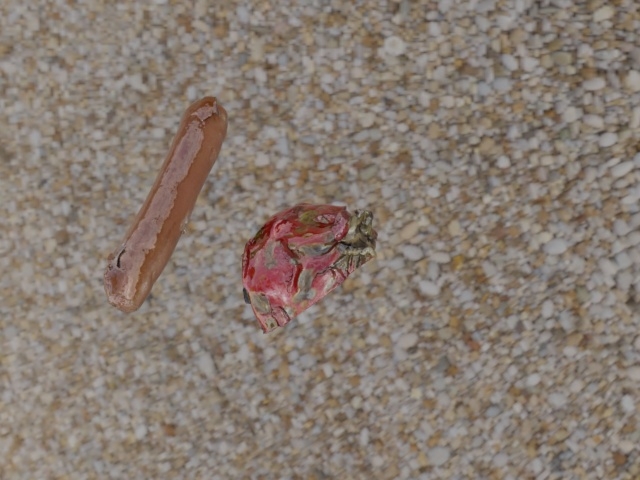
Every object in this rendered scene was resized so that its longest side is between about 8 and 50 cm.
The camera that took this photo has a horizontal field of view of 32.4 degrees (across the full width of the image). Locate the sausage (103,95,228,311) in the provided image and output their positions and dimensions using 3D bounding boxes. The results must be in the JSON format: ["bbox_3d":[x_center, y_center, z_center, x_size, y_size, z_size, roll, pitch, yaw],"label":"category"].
[{"bbox_3d":[-0.263,-0.067,1.904,0.094,0.094,0.419,-1,56,41],"label":"sausage"}]

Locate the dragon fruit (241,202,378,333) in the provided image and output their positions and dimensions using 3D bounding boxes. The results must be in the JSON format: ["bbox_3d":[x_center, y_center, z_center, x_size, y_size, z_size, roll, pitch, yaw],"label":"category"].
[{"bbox_3d":[0.000,0.000,1.716,0.211,0.262,0.134,-19,113,44],"label":"dragon fruit"}]
